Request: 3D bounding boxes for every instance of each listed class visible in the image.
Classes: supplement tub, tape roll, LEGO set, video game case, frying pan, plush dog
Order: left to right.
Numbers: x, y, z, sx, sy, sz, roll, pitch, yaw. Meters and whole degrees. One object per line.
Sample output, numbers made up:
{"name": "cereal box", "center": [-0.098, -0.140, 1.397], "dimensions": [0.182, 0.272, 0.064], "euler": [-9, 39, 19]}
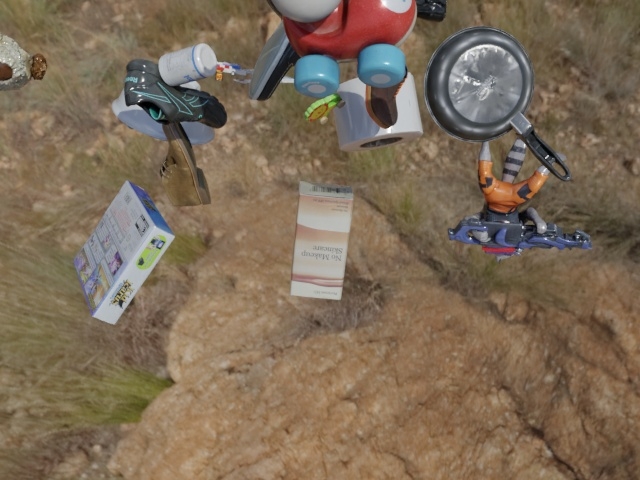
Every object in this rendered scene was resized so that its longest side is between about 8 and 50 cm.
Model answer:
{"name": "plush dog", "center": [-0.772, -0.421, 1.479], "dimensions": [0.262, 0.225, 0.211], "euler": [-10, 77, 7]}
{"name": "video game case", "center": [-0.460, 0.020, 1.474], "dimensions": [0.244, 0.061, 0.269], "euler": [-53, 39, 6]}
{"name": "supplement tub", "center": [-0.280, -0.372, 1.356], "dimensions": [0.107, 0.071, 0.071], "euler": [-7, 50, 28]}
{"name": "LEGO set", "center": [-0.217, -0.484, 1.807], "dimensions": [0.244, 0.060, 0.182], "euler": [-13, 31, -40]}
{"name": "tape roll", "center": [0.160, -0.361, 1.826], "dimensions": [0.245, 0.246, 0.169], "euler": [-9, 89, 3]}
{"name": "frying pan", "center": [0.304, -0.210, 1.115], "dimensions": [0.197, 0.326, 0.053], "euler": [-25, 11, 2]}

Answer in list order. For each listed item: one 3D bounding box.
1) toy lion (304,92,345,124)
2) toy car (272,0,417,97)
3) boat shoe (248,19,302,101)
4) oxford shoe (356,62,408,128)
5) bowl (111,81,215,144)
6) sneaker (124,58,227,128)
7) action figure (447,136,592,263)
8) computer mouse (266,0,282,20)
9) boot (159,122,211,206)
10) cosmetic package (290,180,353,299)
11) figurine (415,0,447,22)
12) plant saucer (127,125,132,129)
{"name": "toy lion", "center": [0.006, -0.337, 1.627], "dimensions": [0.100, 0.096, 0.034], "euler": [-40, 75, 16]}
{"name": "toy car", "center": [0.013, -0.362, 0.924], "dimensions": [0.210, 0.238, 0.219], "euler": [-3, 76, 24]}
{"name": "boat shoe", "center": [-0.048, -0.410, 1.307], "dimensions": [0.091, 0.303, 0.114], "euler": [21, 23, -29]}
{"name": "oxford shoe", "center": [0.158, -0.362, 1.506], "dimensions": [0.098, 0.271, 0.097], "euler": [6, 61, 22]}
{"name": "bowl", "center": [-0.427, -0.397, 1.813], "dimensions": [0.297, 0.134, 0.298], "euler": [19, 25, -9]}
{"name": "sneaker", "center": [-0.327, -0.300, 1.437], "dimensions": [0.101, 0.267, 0.106], "euler": [-7, 68, 44]}
{"name": "action figure", "center": [0.497, -0.086, 1.570], "dimensions": [0.341, 0.330, 0.179], "euler": [10, 36, 6]}
{"name": "computer mouse", "center": [-0.077, -0.531, 1.449], "dimensions": [0.072, 0.272, 0.188], "euler": [-35, 49, -8]}
{"name": "boot", "center": [-0.383, -0.198, 1.703], "dimensions": [0.115, 0.305, 0.112], "euler": [-12, 48, -2]}
{"name": "cosmetic package", "center": [0.000, 0.000, 1.761], "dimensions": [0.153, 0.297, 0.129], "euler": [4, 22, -2]}
{"name": "figurine", "center": [0.290, -0.765, 1.937], "dimensions": [0.209, 0.215, 0.092], "euler": [-7, 52, -14]}
{"name": "plant saucer", "center": [-0.542, -0.414, 2.102], "dimensions": [0.192, 0.018, 0.067], "euler": [-25, 9, 11]}
